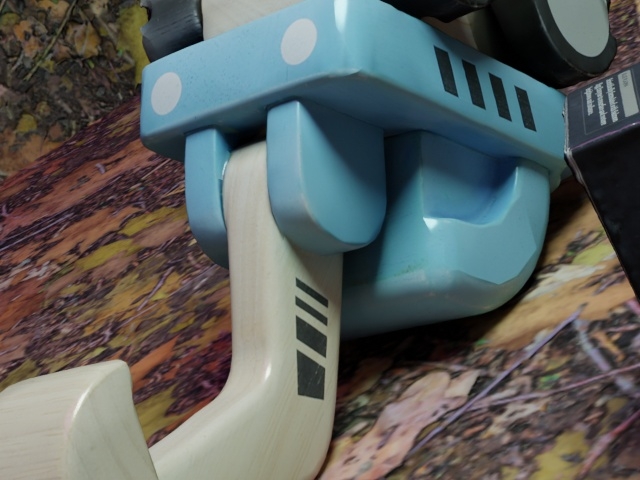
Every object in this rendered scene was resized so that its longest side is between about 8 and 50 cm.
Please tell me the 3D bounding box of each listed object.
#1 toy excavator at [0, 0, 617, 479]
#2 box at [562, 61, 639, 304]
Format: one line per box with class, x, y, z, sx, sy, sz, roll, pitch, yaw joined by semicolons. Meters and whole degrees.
toy excavator;0.000;0.000;0.889;0.222;0.445;0.433;-16;-21;38
box;0.209;-0.016;0.662;0.158;0.156;0.093;-23;16;16
